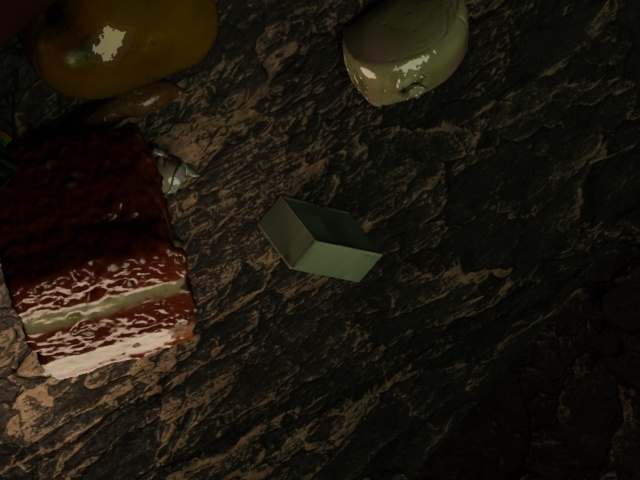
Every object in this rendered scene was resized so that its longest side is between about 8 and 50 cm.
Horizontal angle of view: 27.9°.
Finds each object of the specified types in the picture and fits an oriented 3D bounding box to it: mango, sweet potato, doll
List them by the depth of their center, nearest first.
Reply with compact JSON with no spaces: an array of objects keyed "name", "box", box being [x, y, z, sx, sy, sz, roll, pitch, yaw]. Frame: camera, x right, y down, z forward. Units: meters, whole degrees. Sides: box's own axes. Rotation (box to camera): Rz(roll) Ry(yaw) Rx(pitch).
[{"name":"mango","box":[-0.268,-0.300,1.805,0.317,0.173,0.211,-16,147,-46]},{"name":"sweet potato","box":[-0.314,-0.209,1.981,0.226,0.068,0.068,-21,148,-2]},{"name":"doll","box":[-0.263,-0.120,2.145,0.127,0.073,0.084,-15,114,-24]}]

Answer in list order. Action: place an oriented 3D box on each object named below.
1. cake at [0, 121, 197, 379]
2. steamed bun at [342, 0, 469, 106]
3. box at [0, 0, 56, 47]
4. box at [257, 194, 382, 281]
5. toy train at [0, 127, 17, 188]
[{"name":"cake","box":[-0.349,0.021,2.001,0.270,0.269,0.319,-15,148,-8]},{"name":"steamed bun","box":[0.164,-0.327,2.228,0.239,0.152,0.170,-29,149,-10]},{"name":"box","box":[-0.372,-0.365,1.518,0.404,0.108,0.263,-53,164,-41]},{"name":"box","box":[0.000,0.000,2.514,0.086,0.129,0.225,-49,147,19]},{"name":"toy train","box":[-0.508,-0.141,1.793,0.091,0.136,0.228,-41,151,6]}]
